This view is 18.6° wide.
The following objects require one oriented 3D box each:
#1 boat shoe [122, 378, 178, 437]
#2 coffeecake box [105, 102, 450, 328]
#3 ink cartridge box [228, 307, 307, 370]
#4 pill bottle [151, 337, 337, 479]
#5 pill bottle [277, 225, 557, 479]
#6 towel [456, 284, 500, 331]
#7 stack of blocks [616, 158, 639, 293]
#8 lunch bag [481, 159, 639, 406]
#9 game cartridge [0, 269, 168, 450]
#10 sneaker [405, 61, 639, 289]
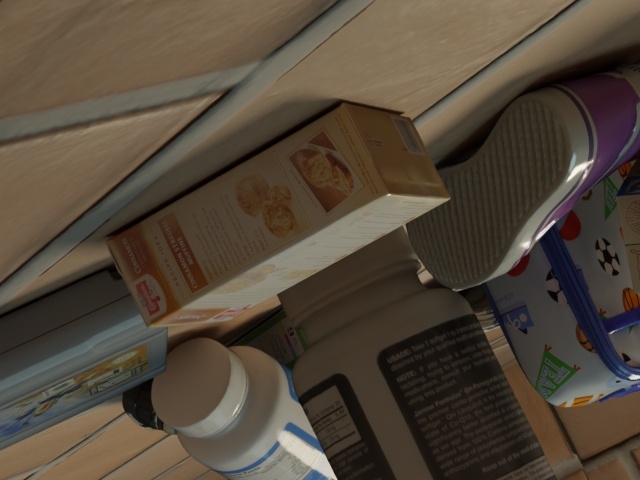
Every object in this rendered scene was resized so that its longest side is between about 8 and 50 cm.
[{"bbox_3d":[-0.162,0.161,2.008,0.065,0.075,0.206,17,177,2],"label":"boat shoe"},{"bbox_3d":[-0.025,-0.014,1.294,0.185,0.068,0.142,-29,171,17],"label":"coffeecake box"},{"bbox_3d":[-0.006,0.095,1.990,0.109,0.062,0.209,-18,167,-39],"label":"ink cartridge box"},{"bbox_3d":[-0.063,0.175,1.899,0.124,0.124,0.221,-29,141,18],"label":"pill bottle"},{"bbox_3d":[0.082,0.152,1.736,0.176,0.318,0.176,-25,171,-4],"label":"pill bottle"},{"bbox_3d":[0.239,0.060,2.359,0.285,0.034,0.209,-20,-171,25],"label":"towel"},{"bbox_3d":[0.363,-0.057,1.630,0.171,0.087,0.297,-6,-161,23],"label":"stack of blocks"},{"bbox_3d":[0.263,0.029,1.795,0.115,0.243,0.303,-32,169,33],"label":"lunch bag"},{"bbox_3d":[-0.212,0.100,1.479,0.198,0.062,0.297,-29,172,-10],"label":"game cartridge"},{"bbox_3d":[0.187,-0.053,1.585,0.161,0.102,0.282,-24,171,-32],"label":"sneaker"}]
